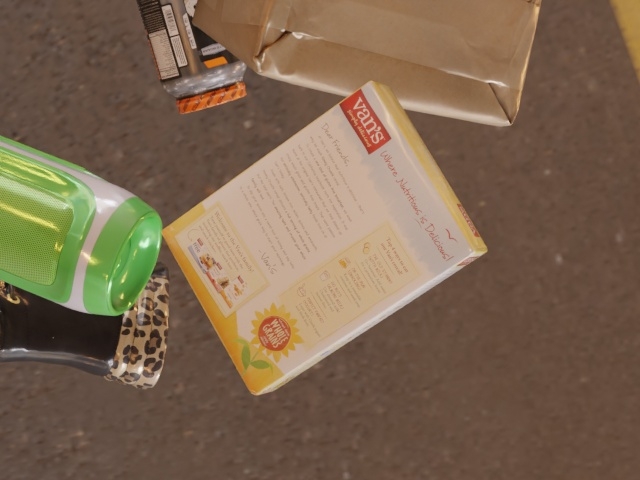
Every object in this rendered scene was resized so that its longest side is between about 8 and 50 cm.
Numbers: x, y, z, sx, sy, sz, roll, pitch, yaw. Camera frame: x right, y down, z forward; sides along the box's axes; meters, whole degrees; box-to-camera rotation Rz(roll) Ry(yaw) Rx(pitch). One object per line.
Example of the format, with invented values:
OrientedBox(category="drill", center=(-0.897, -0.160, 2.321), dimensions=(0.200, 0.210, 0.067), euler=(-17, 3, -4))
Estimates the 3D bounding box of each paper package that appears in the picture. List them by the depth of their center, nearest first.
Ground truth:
OrientedBox(category="paper package", center=(0.043, -0.260, 1.582), dimensions=(0.309, 0.325, 0.168), euler=(11, 104, -21))

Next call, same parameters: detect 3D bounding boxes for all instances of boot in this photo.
OrientedBox(category="boot", center=(-0.334, 0.031, 1.699), dimensions=(0.284, 0.138, 0.377), euler=(14, 28, -20))

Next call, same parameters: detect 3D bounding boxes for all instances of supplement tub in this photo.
OrientedBox(category="supplement tub", center=(-0.164, -0.265, 1.829), dimensions=(0.117, 0.117, 0.190), euler=(-26, 104, -45))

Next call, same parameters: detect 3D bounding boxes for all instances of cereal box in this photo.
OrientedBox(category="cereal box", center=(0.000, 0.000, 1.224), dimensions=(0.173, 0.240, 0.047), euler=(61, 19, 12))

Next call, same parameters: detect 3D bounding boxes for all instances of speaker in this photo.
OrientedBox(category="speaker", center=(-0.308, -0.029, 1.381), dimensions=(0.296, 0.131, 0.131), euler=(21, 52, 13))
